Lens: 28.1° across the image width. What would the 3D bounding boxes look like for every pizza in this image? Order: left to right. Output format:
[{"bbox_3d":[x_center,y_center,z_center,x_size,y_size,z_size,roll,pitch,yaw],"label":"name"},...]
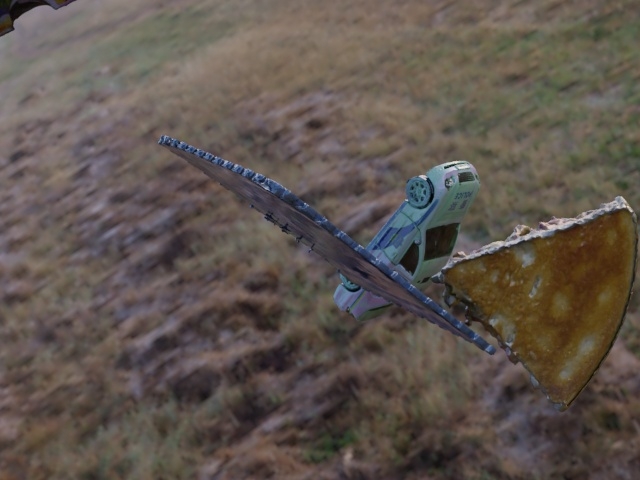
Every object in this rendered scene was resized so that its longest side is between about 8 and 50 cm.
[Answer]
[{"bbox_3d":[0.190,0.036,1.142,0.201,0.193,0.053,-66,20,6],"label":"pizza"}]

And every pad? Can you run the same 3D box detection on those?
[{"bbox_3d":[0.000,0.000,1.119,0.012,0.270,0.269,-57,31,-5],"label":"pad"}]

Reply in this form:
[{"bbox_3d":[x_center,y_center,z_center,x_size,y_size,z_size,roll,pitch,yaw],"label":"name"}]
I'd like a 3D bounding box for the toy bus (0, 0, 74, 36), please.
[{"bbox_3d":[-0.408,-0.285,1.495,0.274,0.112,0.090,-23,36,7],"label":"toy bus"}]

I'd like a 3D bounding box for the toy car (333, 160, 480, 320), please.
[{"bbox_3d":[0.104,0.006,1.436,0.090,0.076,0.224,-10,-35,-51],"label":"toy car"}]
